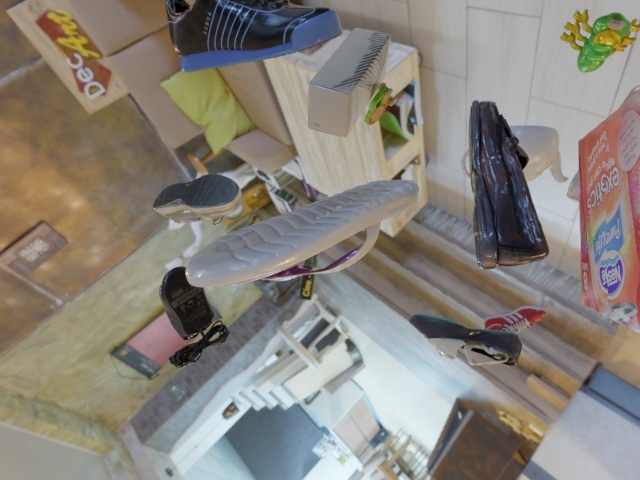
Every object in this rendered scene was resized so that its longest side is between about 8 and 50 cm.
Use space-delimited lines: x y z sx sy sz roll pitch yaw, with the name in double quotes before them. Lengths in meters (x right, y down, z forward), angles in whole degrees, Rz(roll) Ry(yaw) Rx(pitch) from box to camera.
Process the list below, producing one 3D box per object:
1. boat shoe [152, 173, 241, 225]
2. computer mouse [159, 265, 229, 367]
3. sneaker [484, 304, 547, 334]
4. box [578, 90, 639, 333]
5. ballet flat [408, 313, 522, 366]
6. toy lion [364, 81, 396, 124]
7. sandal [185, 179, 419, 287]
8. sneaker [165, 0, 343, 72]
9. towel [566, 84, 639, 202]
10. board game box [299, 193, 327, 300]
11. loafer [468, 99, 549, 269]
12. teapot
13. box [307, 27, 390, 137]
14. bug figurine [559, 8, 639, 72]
"boat shoe" -0.318 -0.096 1.115 0.320 0.118 0.103 -3 142 35
"computer mouse" -0.381 0.200 1.180 0.072 0.188 0.273 3 114 45
"sneaker" 0.373 0.166 0.799 0.118 0.067 0.042 -25 113 34
"box" 0.346 -0.017 0.259 0.299 0.154 0.142 -1 180 18
"ballet flat" 0.256 0.182 0.743 0.202 0.074 0.074 12 159 3
"toy lion" 0.144 -0.335 1.049 0.034 0.096 0.100 45 -169 13
"sandal" 0.008 0.002 0.637 0.169 0.415 0.103 12 120 56
"sneaker" -0.089 -0.263 0.497 0.231 0.081 0.091 1 120 23
"towel" 0.657 -0.183 0.857 0.049 0.283 0.187 15 -161 -25
"board game box" -0.012 0.003 0.914 0.030 0.136 0.260 10 -155 0
"loafer" 0.285 -0.095 0.652 0.095 0.303 0.109 -2 152 18
"teapot" 0.642 -0.270 1.377 0.255 0.252 0.187 12 101 50
"box" 0.067 -0.353 0.917 0.094 0.275 0.113 18 143 13
"bug figurine" 0.421 -0.268 0.485 0.278 0.072 0.216 17 163 14
